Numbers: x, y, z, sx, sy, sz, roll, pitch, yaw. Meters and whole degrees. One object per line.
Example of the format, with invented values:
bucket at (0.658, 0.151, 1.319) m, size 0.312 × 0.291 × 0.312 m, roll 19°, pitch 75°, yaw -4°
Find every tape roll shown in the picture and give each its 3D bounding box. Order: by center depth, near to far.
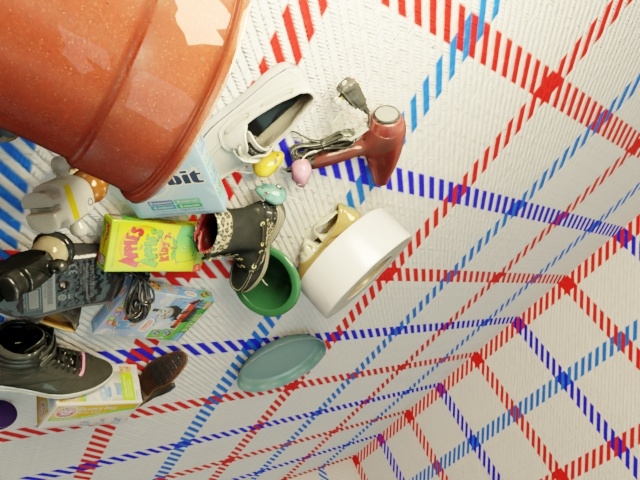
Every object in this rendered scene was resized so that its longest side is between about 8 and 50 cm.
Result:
tape roll at (0.085, 0.055, 1.040) m, size 0.286 × 0.100 × 0.286 m, roll -41°, pitch 166°, yaw -13°

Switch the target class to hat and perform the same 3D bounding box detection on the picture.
hat at (-0.101, 0.076, 1.068) m, size 0.208 × 0.173 × 0.183 m, roll -38°, pitch 179°, yaw 29°

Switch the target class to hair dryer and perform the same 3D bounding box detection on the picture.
hair dryer at (0.061, -0.189, 0.861) m, size 0.223 × 0.080 × 0.293 m, roll -32°, pitch 142°, yaw 31°

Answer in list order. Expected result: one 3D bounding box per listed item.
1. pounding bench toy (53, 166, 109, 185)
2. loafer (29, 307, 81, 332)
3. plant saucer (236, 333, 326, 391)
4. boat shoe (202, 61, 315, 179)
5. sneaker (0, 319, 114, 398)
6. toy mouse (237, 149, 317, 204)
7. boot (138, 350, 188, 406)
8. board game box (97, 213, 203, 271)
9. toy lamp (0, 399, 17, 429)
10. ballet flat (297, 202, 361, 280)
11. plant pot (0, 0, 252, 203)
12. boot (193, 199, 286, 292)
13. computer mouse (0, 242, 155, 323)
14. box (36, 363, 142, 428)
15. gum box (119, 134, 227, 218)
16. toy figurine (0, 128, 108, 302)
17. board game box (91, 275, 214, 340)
pounding bench toy at (-0.355, -0.090, 0.671) m, size 0.052 × 0.065 × 0.083 m, roll -45°, pitch 142°, yaw 21°
loafer at (-0.528, 0.126, 0.817) m, size 0.062 × 0.061 × 0.170 m, roll -38°, pitch 143°, yaw 14°
plant saucer at (-0.131, 0.405, 1.457) m, size 0.317 × 0.044 × 0.318 m, roll -19°, pitch 143°, yaw -14°
boat shoe at (-0.117, -0.171, 0.719) m, size 0.267 × 0.088 × 0.096 m, roll -37°, pitch 145°, yaw 11°
sneaker at (-0.556, 0.248, 0.908) m, size 0.147 × 0.105 × 0.295 m, roll -41°, pitch 139°, yaw 24°
toy mouse at (-0.066, -0.108, 0.825) m, size 0.161 × 0.031 × 0.143 m, roll -24°, pitch 136°, yaw 5°
boot at (-0.434, 0.373, 1.200) m, size 0.219 × 0.082 × 0.106 m, roll -39°, pitch 166°, yaw 5°
board game box at (-0.303, 0.008, 0.802) m, size 0.181 × 0.043 × 0.092 m, roll 4°, pitch 105°, yaw -45°
toy lamp at (-0.830, 0.485, 1.036) m, size 0.274 × 0.080 × 0.080 m, roll -43°, pitch 143°, yaw 14°
ballet flat at (0.000, 0.000, 1.045) m, size 0.073 × 0.080 × 0.232 m, roll 33°, pitch 112°, yaw -21°
plant pot at (-0.243, -0.204, 0.371) m, size 0.265 × 0.272 × 0.272 m, roll 22°, pitch 121°, yaw -38°
boot at (-0.180, 0.020, 0.872) m, size 0.178 × 0.085 × 0.236 m, roll -13°, pitch 137°, yaw -52°
computer mouse at (-0.442, 0.070, 0.791) m, size 0.272 × 0.072 × 0.189 m, roll 0°, pitch 112°, yaw -42°
box at (-0.559, 0.373, 1.054) m, size 0.203 × 0.114 × 0.103 m, roll 20°, pitch 121°, yaw -46°
gum box at (-0.250, -0.112, 0.692) m, size 0.156 × 0.041 × 0.184 m, roll -4°, pitch 144°, yaw 6°
toy figurine at (-0.407, -0.052, 0.567) m, size 0.213 × 0.148 × 0.209 m, roll 36°, pitch 109°, yaw -13°
board game box at (-0.375, 0.161, 0.988) m, size 0.160 × 0.039 × 0.211 m, roll -45°, pitch 141°, yaw 20°
